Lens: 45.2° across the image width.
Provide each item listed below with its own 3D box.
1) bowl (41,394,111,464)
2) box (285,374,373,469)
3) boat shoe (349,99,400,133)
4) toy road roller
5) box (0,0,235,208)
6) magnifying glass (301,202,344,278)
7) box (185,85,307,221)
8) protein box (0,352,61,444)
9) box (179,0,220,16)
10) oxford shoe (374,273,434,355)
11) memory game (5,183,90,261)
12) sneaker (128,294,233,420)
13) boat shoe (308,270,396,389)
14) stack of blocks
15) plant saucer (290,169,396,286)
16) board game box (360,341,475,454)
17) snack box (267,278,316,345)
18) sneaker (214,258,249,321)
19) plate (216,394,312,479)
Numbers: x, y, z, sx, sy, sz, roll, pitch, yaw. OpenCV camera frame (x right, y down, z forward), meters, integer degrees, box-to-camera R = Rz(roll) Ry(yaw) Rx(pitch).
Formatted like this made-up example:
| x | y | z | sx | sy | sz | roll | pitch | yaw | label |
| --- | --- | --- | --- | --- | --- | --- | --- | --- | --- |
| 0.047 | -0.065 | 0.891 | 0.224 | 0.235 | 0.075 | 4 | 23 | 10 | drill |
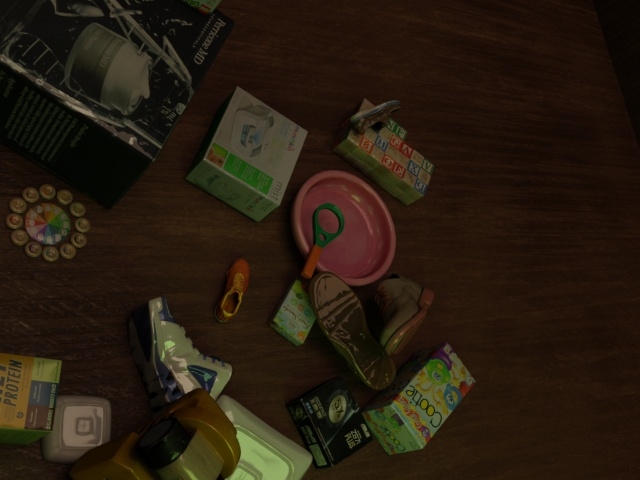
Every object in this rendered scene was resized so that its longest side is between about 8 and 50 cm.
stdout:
| x | y | z | sx | sy | sz | roll | pitch | yaw | label |
| --- | --- | --- | --- | --- | --- | --- | --- | --- | --- |
| -0.496 | 0.387 | 1.585 | 0.142 | 0.053 | 0.142 | 10 | 67 | -30 | bowl |
| 0.023 | 0.447 | 1.896 | 0.147 | 0.077 | 0.180 | -21 | 84 | -39 | box |
| 0.165 | -0.353 | 2.227 | 0.183 | 0.066 | 0.066 | -24 | 90 | -29 | boat shoe |
| -0.308 | 0.443 | 1.549 | 0.202 | 0.329 | 0.240 | 56 | 26 | -14 | toy road roller |
| -0.529 | -0.419 | 1.750 | 0.472 | 0.297 | 0.480 | 35 | 55 | -20 | box |
| 0.000 | 0.000 | 1.998 | 0.092 | 0.026 | 0.231 | 34 | 54 | -18 | magnifying glass |
| -0.189 | -0.221 | 2.003 | 0.231 | 0.127 | 0.262 | 31 | 55 | -18 | box |
| -0.620 | 0.297 | 1.444 | 0.201 | 0.200 | 0.136 | 13 | 64 | -29 | protein box |
| -0.313 | -0.590 | 1.711 | 0.207 | 0.114 | 0.036 | 22 | 58 | -26 | box |
| 0.192 | 0.188 | 2.025 | 0.146 | 0.140 | 0.397 | 36 | 16 | 5 | oxford shoe |
| -0.605 | -0.040 | 1.714 | 0.186 | 0.012 | 0.186 | 13 | 64 | -29 | memory game |
| -0.304 | 0.275 | 1.729 | 0.182 | 0.127 | 0.315 | -13 | 85 | -41 | sneaker |
| 0.066 | 0.233 | 1.991 | 0.123 | 0.123 | 0.342 | -38 | 99 | -17 | boat shoe |
| 0.196 | -0.262 | 2.302 | 0.297 | 0.087 | 0.171 | 35 | 55 | -17 | stack of blocks |
| 0.054 | -0.026 | 2.111 | 0.332 | 0.084 | 0.332 | 13 | 65 | -29 | plant saucer |
| 0.259 | 0.414 | 2.028 | 0.275 | 0.142 | 0.144 | -39 | 95 | -38 | board game box |
| -0.061 | 0.184 | 1.974 | 0.100 | 0.037 | 0.141 | 39 | 54 | -13 | snack box |
| -0.205 | 0.120 | 1.885 | 0.064 | 0.067 | 0.175 | 26 | 57 | -21 | sneaker |
| -0.181 | 0.527 | 1.688 | 0.278 | 0.045 | 0.277 | 39 | 73 | -18 | plate |
